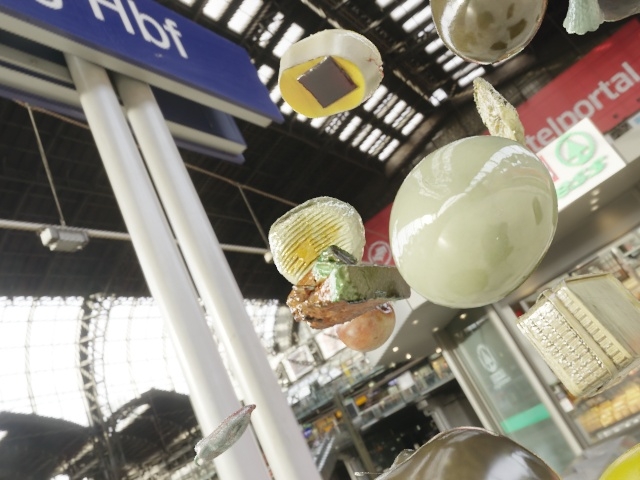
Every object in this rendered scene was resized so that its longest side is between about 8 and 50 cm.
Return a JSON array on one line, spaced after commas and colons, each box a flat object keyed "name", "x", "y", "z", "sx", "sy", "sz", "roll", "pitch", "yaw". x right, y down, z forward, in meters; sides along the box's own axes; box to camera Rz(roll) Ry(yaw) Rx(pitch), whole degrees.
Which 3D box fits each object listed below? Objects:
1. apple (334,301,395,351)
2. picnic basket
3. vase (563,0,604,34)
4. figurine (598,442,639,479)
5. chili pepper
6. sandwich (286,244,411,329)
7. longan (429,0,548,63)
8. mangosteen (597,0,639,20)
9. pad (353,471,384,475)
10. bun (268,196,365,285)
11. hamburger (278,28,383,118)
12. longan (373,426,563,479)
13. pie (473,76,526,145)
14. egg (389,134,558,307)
[{"name": "apple", "x": 0.137, "y": 0.242, "z": 1.721, "sx": 0.188, "sy": 0.188, "sz": 0.174, "roll": -1, "pitch": -39, "yaw": -48}, {"name": "picnic basket", "x": 0.624, "y": 0.213, "z": 1.292, "sx": 0.312, "sy": 0.228, "sz": 0.175, "roll": -1, "pitch": -43, "yaw": -44}, {"name": "vase", "x": 0.532, "y": -0.505, "z": 1.139, "sx": 0.081, "sy": 0.081, "sz": 0.149, "roll": -31, "pitch": -40, "yaw": 8}, {"name": "figurine", "x": 0.312, "y": 0.264, "z": 0.439, "sx": 0.340, "sy": 0.231, "sz": 0.324, "roll": 39, "pitch": -110, "yaw": -45}, {"name": "chili pepper", "x": -0.173, "y": 0.353, "z": 1.006, "sx": 0.153, "sy": 0.041, "sz": 0.050, "roll": -39, "pitch": -27, "yaw": 2}, {"name": "sandwich", "x": 0.037, "y": 0.096, "z": 1.242, "sx": 0.250, "sy": 0.162, "sz": 0.301, "roll": 5, "pitch": -23, "yaw": -43}, {"name": "longan", "x": 0.305, "y": -0.443, "z": 1.028, "sx": 0.214, "sy": 0.246, "sz": 0.246, "roll": 13, "pitch": -25, "yaw": 5}, {"name": "mangosteen", "x": 0.778, "y": -0.690, "z": 1.410, "sx": 0.297, "sy": 0.313, "sz": 0.297, "roll": -47, "pitch": 15, "yaw": 17}, {"name": "pad", "x": 0.167, "y": 0.463, "z": 1.102, "sx": 0.187, "sy": 0.006, "sz": 0.113, "roll": 19, "pitch": -28, "yaw": -36}, {"name": "bun", "x": 0.000, "y": 0.000, "z": 1.383, "sx": 0.243, "sy": 0.244, "sz": 0.153, "roll": -33, "pitch": 1, "yaw": 12}, {"name": "hamburger", "x": 0.022, "y": -0.456, "z": 1.526, "sx": 0.295, "sy": 0.152, "sz": 0.227, "roll": -3, "pitch": -39, "yaw": 37}, {"name": "longan", "x": 0.180, "y": 0.410, "z": 0.751, "sx": 0.350, "sy": 0.289, "sz": 0.288, "roll": -35, "pitch": -22, "yaw": 34}, {"name": "pie", "x": 0.548, "y": -0.382, "z": 1.727, "sx": 0.055, "sy": 0.274, "sz": 0.274, "roll": -31, "pitch": -23, "yaw": 8}, {"name": "egg", "x": 0.207, "y": -0.024, "z": 0.784, "sx": 0.219, "sy": 0.219, "sz": 0.269, "roll": -11, "pitch": -42, "yaw": -35}]
